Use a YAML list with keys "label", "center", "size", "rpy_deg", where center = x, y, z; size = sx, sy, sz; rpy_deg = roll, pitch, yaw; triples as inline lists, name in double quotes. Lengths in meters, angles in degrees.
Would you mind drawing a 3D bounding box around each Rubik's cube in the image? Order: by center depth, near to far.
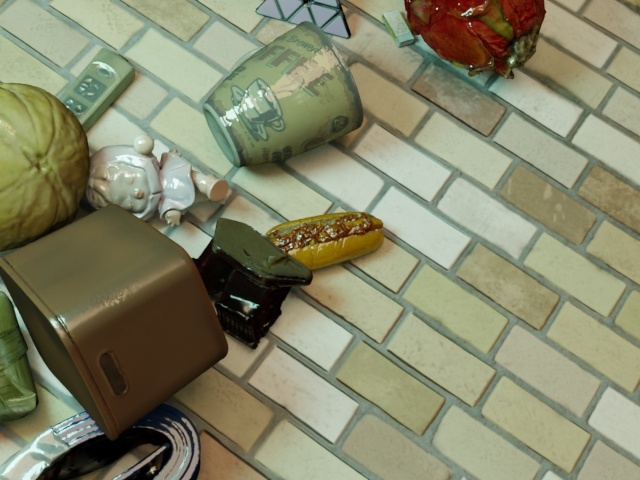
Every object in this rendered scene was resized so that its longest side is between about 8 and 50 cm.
- label: "Rubik's cube"
  center: [-0.016, -0.479, 2.006]
  size: [0.190, 0.211, 0.178]
  rpy_deg: [-36, 95, 13]

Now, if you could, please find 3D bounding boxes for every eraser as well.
- label: "eraser"
  center: [0.164, -0.449, 2.022]
  size: [0.038, 0.019, 0.083]
  rpy_deg: [-19, 70, -16]

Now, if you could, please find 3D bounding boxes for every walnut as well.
- label: "walnut"
  center: [-0.550, -0.125, 1.635]
  size: [0.332, 0.333, 0.333]
  rpy_deg: [2, 66, -5]

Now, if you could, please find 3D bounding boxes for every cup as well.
- label: "cup"
  center: [-0.101, -0.280, 1.829]
  size: [0.257, 0.227, 0.301]
  rpy_deg: [-28, 43, -13]

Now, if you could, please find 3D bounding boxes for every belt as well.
- label: "belt"
  center: [-0.358, 0.387, 1.533]
  size: [0.346, 0.117, 0.212]
  rpy_deg: [-25, 72, -17]

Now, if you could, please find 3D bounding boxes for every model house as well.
- label: "model house"
  center: [-0.144, 0.078, 1.703]
  size: [0.203, 0.164, 0.141]
  rpy_deg: [38, 32, 15]

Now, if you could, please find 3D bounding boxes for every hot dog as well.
- label: "hot dog"
  center: [0.000, 0.000, 1.771]
  size: [0.249, 0.076, 0.102]
  rpy_deg: [-11, 71, -12]

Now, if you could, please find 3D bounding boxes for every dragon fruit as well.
- label: "dragon fruit"
  center: [0.303, -0.490, 1.919]
  size: [0.277, 0.277, 0.342]
  rpy_deg: [-38, 62, -20]

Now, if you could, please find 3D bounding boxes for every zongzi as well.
- label: "zongzi"
  center: [-0.603, 0.209, 1.576]
  size: [0.242, 0.112, 0.221]
  rpy_deg: [-15, 85, -10]

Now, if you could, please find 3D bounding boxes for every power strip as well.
- label: "power strip"
  center: [-0.467, -0.258, 1.852]
  size: [0.080, 0.048, 0.286]
  rpy_deg: [31, 68, 9]

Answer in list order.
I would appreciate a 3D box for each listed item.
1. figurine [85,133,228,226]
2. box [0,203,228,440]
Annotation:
- label: "figurine"
  center: [-0.307, -0.104, 1.753]
  size: [0.275, 0.200, 0.133]
  rpy_deg: [5, 24, -6]
- label: "box"
  center: [-0.335, 0.111, 1.531]
  size: [0.229, 0.239, 0.339]
  rpy_deg: [-32, 32, -23]
